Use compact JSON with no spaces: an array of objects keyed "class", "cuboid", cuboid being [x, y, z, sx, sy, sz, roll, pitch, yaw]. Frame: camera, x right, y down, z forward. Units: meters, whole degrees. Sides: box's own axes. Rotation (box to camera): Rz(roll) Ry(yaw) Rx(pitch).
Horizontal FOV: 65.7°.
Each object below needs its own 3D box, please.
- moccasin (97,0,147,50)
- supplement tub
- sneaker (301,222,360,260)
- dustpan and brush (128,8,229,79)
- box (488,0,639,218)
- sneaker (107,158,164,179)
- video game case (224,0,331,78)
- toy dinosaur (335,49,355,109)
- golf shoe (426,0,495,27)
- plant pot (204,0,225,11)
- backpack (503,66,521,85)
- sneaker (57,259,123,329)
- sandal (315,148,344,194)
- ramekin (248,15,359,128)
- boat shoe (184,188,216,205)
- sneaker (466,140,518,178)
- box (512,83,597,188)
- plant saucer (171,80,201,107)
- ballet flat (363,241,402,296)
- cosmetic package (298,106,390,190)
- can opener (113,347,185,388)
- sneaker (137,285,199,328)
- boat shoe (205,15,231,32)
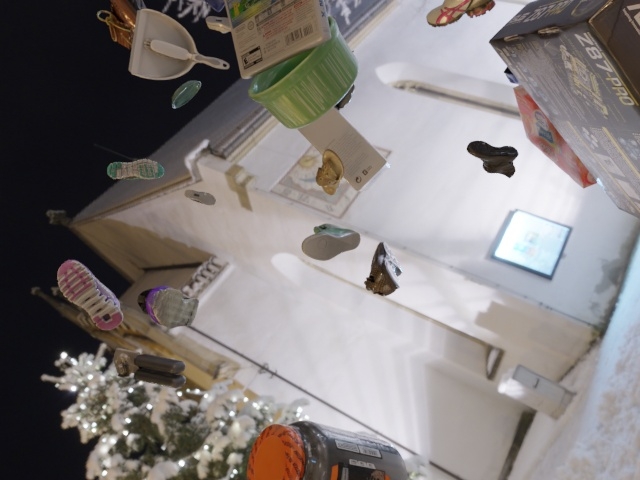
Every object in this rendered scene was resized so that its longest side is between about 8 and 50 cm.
[{"class":"moccasin","cuboid":[-0.581,-0.645,1.501,0.146,0.139,0.380,-20,-10,-5]},{"class":"supplement tub","cuboid":[0.018,0.529,1.116,0.337,0.207,0.207,26,-94,-32]},{"class":"sneaker","cuboid":[0.000,0.000,1.697,0.255,0.151,0.094,-9,-70,-44]},{"class":"dustpan and brush","cuboid":[-0.317,-0.428,1.138,0.211,0.060,0.148,7,-80,-32]},{"class":"box","cuboid":[0.431,-0.166,0.690,0.097,0.395,0.318,-41,13,14]},{"class":"sneaker","cuboid":[-0.576,-0.220,1.558,0.076,0.166,0.065,-179,90,-79]},{"class":"video game case","cuboid":[-0.126,-0.603,1.245,0.036,0.328,0.300,-19,-80,-43]},{"class":"toy dinosaur","cuboid":[0.101,-0.625,2.064,0.314,0.120,0.160,-54,28,39]},{"class":"golf shoe","cuboid":[0.334,-0.585,1.215,0.067,0.186,0.086,-53,-57,-25]},{"class":"plant pot","cuboid":[-0.303,-0.853,1.413,0.236,0.212,0.236,34,-137,-32]},{"class":"backpack","cuboid":[0.629,-0.499,1.462,0.101,0.120,0.098,29,-82,-37]},{"class":"sneaker","cuboid":[-0.669,0.151,1.450,0.095,0.104,0.237,-31,-67,-1]},{"class":"sandal","cuboid":[0.022,-0.206,1.684,0.079,0.088,0.240,-51,-14,-20]},{"class":"ramekin","cuboid":[-0.039,-0.451,1.364,0.148,0.303,0.304,44,-114,-30]},{"class":"boat shoe","cuboid":[-0.482,-0.174,2.010,0.040,0.142,0.049,53,-124,-75]},{"class":"sneaker","cuboid":[0.438,-0.205,1.275,0.089,0.170,0.051,118,152,-57]},{"class":"box","cuboid":[0.549,-0.258,1.052,0.142,0.154,0.300,60,-166,-29]},{"class":"plant saucer","cuboid":[-0.430,-0.468,1.568,0.119,0.021,0.119,-43,5,4]},{"class":"ballet flat","cuboid":[0.125,0.060,0.998,0.058,0.084,0.250,-33,5,14]},{"class":"cosmetic package","cuboid":[0.061,-0.406,1.949,0.161,0.453,0.230,-45,-4,12]},{"class":"can opener","cuboid":[-0.463,0.344,1.364,0.095,0.283,0.076,-1,-89,-58]},{"class":"sneaker","cuboid":[-0.451,0.180,1.382,0.293,0.146,0.102,81,-155,-75]},{"class":"boat shoe","cuboid":[-0.273,-0.603,1.395,0.035,0.100,0.035,86,-164,-66]}]
